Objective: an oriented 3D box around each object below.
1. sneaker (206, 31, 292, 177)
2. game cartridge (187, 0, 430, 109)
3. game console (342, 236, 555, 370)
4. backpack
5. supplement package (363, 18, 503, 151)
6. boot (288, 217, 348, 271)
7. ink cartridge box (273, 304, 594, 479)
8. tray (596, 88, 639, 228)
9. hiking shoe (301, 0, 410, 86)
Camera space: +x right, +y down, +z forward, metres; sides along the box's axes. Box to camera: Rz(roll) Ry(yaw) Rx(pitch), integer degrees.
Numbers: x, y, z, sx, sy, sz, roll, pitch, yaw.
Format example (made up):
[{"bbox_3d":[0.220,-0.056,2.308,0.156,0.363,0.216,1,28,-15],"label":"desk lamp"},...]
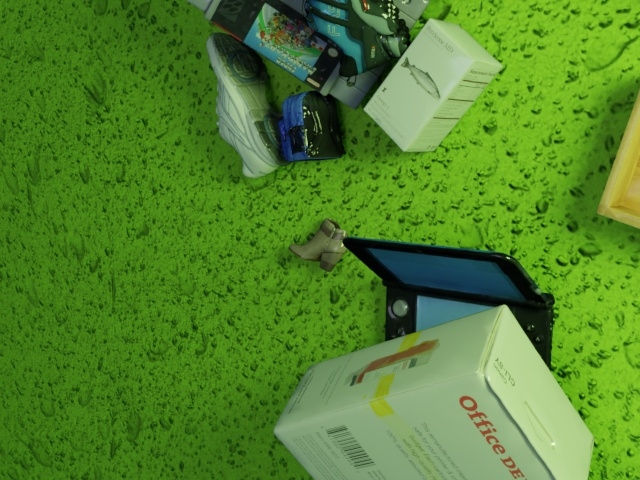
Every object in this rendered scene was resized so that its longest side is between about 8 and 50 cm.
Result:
[{"bbox_3d":[-0.154,-0.251,1.521,0.129,0.111,0.297,-33,74,42],"label":"sneaker"},{"bbox_3d":[-0.032,-0.393,1.321,0.355,0.068,0.230,32,115,-7],"label":"game cartridge"},{"bbox_3d":[0.188,0.122,1.250,0.293,0.173,0.250,7,99,38],"label":"game console"},{"bbox_3d":[-0.025,-0.200,1.428,0.101,0.098,0.120,-2,95,42],"label":"backpack"},{"bbox_3d":[0.173,-0.237,1.263,0.105,0.105,0.179,50,121,21],"label":"supplement package"},{"bbox_3d":[0.000,0.000,1.471,0.118,0.042,0.086,27,105,31],"label":"boot"},{"bbox_3d":[0.170,0.291,1.227,0.385,0.160,0.279,-24,110,37],"label":"ink cartridge box"},{"bbox_3d":[0.575,-0.061,0.993,0.411,0.076,0.202,25,109,32],"label":"tray"},{"bbox_3d":[0.011,-0.380,1.222,0.132,0.113,0.304,-28,109,22],"label":"hiking shoe"}]
